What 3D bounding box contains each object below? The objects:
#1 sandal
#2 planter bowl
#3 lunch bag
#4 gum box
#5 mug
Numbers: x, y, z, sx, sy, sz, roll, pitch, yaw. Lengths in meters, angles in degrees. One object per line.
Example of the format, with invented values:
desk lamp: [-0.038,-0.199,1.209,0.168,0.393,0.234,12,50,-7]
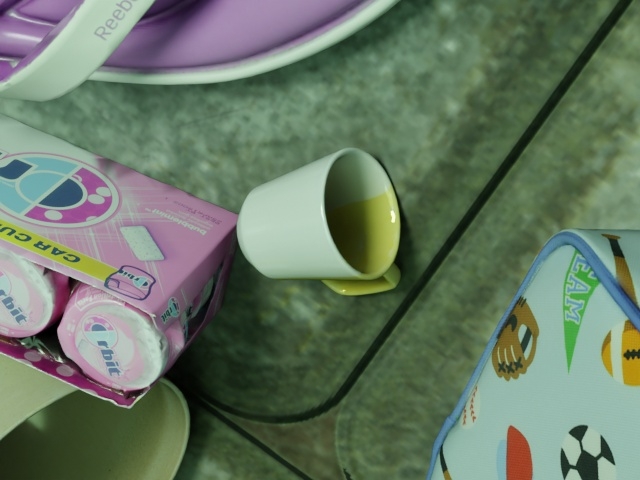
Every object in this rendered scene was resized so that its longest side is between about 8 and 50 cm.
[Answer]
sandal: [-0.136,-0.132,0.766,0.416,0.102,0.169,-5,116,23]
planter bowl: [-0.165,0.100,0.880,0.109,0.162,0.162,42,128,30]
lunch bag: [0.146,0.159,0.724,0.243,0.115,0.303,54,140,43]
gum box: [-0.138,0.003,0.834,0.188,0.107,0.062,22,122,11]
mug: [-0.002,-0.001,0.806,0.064,0.062,0.078,-11,104,36]
